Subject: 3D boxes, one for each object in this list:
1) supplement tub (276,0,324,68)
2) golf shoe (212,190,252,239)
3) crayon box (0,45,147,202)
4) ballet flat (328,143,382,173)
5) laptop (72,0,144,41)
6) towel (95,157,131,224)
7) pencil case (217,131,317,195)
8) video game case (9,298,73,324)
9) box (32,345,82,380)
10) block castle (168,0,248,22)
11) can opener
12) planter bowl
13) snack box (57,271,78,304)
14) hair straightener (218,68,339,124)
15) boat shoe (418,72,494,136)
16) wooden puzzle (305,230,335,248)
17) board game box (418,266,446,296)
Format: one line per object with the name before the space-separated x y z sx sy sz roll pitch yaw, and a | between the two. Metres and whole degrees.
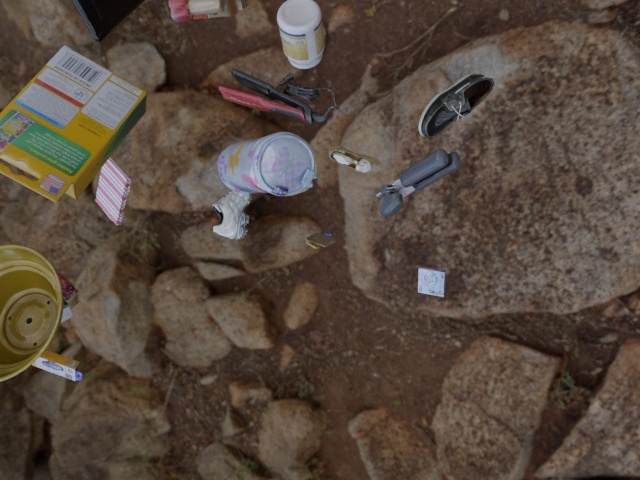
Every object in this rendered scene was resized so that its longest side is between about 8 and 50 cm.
supplement tub | -0.061 -0.681 1.935 0.144 0.144 0.199 48 168 21
golf shoe | -0.204 -0.091 1.351 0.069 0.086 0.176 137 141 -66
crayon box | -0.538 -0.232 1.223 0.203 0.322 0.083 30 152 -4
ballet flat | 0.121 -0.281 2.107 0.206 0.067 0.073 20 127 5
laptop | -0.414 -0.575 0.910 0.237 0.407 0.381 3 138 24
towel | -0.675 -0.164 1.908 0.144 0.029 0.197 43 126 24
pencil case | -0.109 -0.143 1.131 0.273 0.124 0.113 12 91 63
video game case | -0.643 0.129 1.153 0.232 0.210 0.041 33 140 32
box | -0.675 0.319 1.507 0.136 0.028 0.081 21 142 -7
block castle | -0.383 -0.886 1.885 0.453 0.213 0.302 -75 -20 -59
can opener | 0.245 -0.136 1.502 0.283 0.076 0.095 -30 56 57
planter bowl | -0.488 0.122 0.934 0.217 0.217 0.090 49 175 20
snack box | -0.652 0.178 1.330 0.070 0.207 0.174 47 155 -4
hair straightener | -0.064 -0.261 1.008 0.231 0.089 0.047 20 163 26
boat shoe | 0.352 -0.352 1.526 0.079 0.233 0.084 39 166 51
wooden puzzle | 0.000 0.000 1.810 0.079 0.116 0.014 25 121 34
board game box | 0.372 0.138 1.956 0.090 0.020 0.090 9 112 26
